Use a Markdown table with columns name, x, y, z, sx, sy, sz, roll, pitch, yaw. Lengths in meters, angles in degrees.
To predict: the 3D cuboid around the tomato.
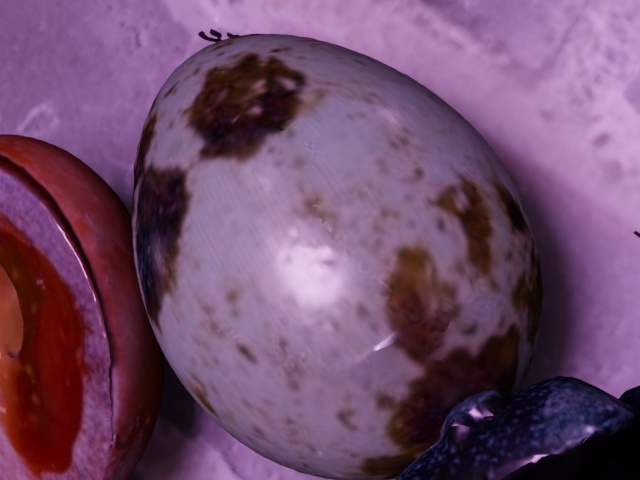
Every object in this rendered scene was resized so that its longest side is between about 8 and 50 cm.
| name | x | y | z | sx | sy | sz | roll | pitch | yaw |
| --- | --- | --- | --- | --- | --- | --- | --- | --- | --- |
| tomato | -0.141 | 0.052 | 0.864 | 0.228 | 0.112 | 0.199 | -25 | 85 | 44 |

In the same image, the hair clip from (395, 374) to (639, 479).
| name | x | y | z | sx | sy | sz | roll | pitch | yaw |
| --- | --- | --- | --- | --- | --- | --- | --- | --- | --- |
| hair clip | 0.115 | 0.135 | 0.659 | 0.206 | 0.310 | 0.194 | -23 | 73 | -11 |

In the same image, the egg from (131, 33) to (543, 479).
| name | x | y | z | sx | sy | sz | roll | pitch | yaw |
| --- | --- | --- | --- | --- | --- | --- | --- | --- | --- |
| egg | 0.000 | 0.000 | 0.775 | 0.169 | 0.169 | 0.231 | -44 | 54 | 15 |
